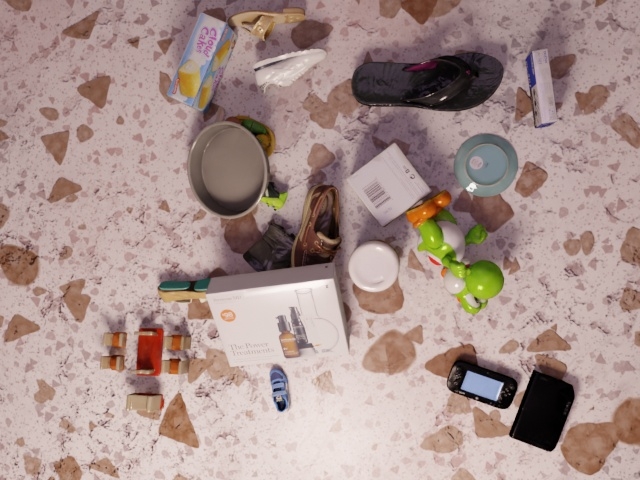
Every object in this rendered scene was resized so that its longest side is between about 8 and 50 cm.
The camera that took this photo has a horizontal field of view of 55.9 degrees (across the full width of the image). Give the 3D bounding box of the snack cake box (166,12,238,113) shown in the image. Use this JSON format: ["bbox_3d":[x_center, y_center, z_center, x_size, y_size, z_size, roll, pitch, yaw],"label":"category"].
[{"bbox_3d":[-0.355,-0.533,1.835,0.089,0.152,0.264,24,95,6],"label":"snack cake box"}]

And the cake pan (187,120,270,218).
[{"bbox_3d":[-0.274,-0.214,1.828,0.293,0.054,0.293,5,102,26],"label":"cake pan"}]

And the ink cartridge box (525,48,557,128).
[{"bbox_3d":[0.633,-0.433,1.733,0.046,0.097,0.207,-8,91,8],"label":"ink cartridge box"}]

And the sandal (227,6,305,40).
[{"bbox_3d":[-0.164,-0.650,1.838,0.240,0.088,0.079,-6,85,3],"label":"sandal"}]

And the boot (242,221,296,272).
[{"bbox_3d":[-0.106,0.070,1.862,0.246,0.083,0.161,44,90,2],"label":"boot"}]

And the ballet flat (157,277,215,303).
[{"bbox_3d":[-0.399,0.163,1.915,0.232,0.080,0.073,-1,120,10],"label":"ballet flat"}]

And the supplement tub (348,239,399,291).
[{"bbox_3d":[0.160,0.070,1.761,0.144,0.200,0.144,0,91,8],"label":"supplement tub"}]

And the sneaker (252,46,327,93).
[{"bbox_3d":[-0.086,-0.525,1.842,0.235,0.090,0.094,-14,103,12],"label":"sneaker"}]

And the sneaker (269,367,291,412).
[{"bbox_3d":[-0.126,0.471,1.885,0.053,0.059,0.144,-16,89,10],"label":"sneaker"}]

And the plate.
[{"bbox_3d":[0.492,-0.224,1.796,0.188,0.024,0.188,0,93,7],"label":"plate"}]

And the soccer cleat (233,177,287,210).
[{"bbox_3d":[-0.186,-0.159,1.878,0.179,0.060,0.072,29,76,6],"label":"soccer cleat"}]

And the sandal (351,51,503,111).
[{"bbox_3d":[0.312,-0.461,1.769,0.446,0.107,0.167,-3,92,8],"label":"sandal"}]

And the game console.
[{"bbox_3d":[0.554,0.472,1.802,0.361,0.044,0.213,19,94,7],"label":"game console"}]

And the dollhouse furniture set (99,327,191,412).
[{"bbox_3d":[-0.549,0.410,1.925,0.262,0.135,0.259,1,81,7],"label":"dollhouse furniture set"}]

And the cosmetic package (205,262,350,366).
[{"bbox_3d":[-0.119,0.226,1.798,0.377,0.097,0.284,-8,118,8],"label":"cosmetic package"}]

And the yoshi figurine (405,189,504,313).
[{"bbox_3d":[0.409,0.033,1.735,0.204,0.203,0.362,-28,91,1],"label":"yoshi figurine"}]

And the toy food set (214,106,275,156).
[{"bbox_3d":[-0.249,-0.325,1.868,0.218,0.071,0.128,25,95,6],"label":"toy food set"}]

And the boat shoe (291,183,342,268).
[{"bbox_3d":[0.000,0.000,1.803,0.123,0.123,0.341,12,89,-25],"label":"boat shoe"}]

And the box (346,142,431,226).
[{"bbox_3d":[0.203,-0.161,1.788,0.182,0.119,0.181,-37,87,7],"label":"box"}]
